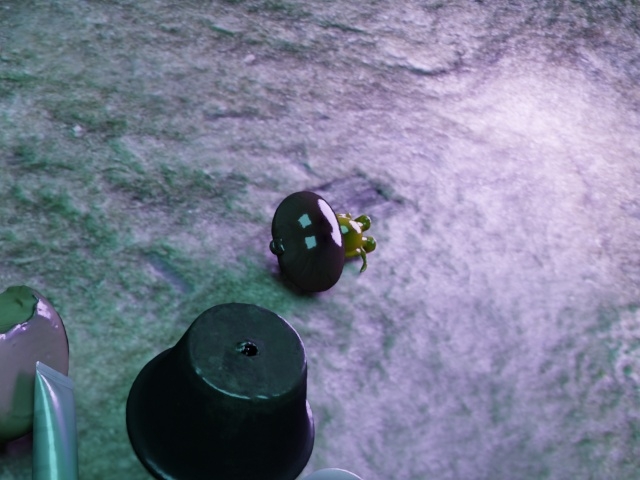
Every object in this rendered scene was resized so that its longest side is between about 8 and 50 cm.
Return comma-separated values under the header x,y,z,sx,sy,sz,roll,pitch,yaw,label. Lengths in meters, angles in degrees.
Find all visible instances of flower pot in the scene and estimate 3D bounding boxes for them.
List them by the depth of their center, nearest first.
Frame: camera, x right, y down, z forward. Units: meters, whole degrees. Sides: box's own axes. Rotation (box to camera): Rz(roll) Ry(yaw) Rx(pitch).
x,y,z,sx,sy,sz,roll,pitch,yaw,label
-0.101,0.170,1.209,0.235,0.148,0.235,12,43,-12,flower pot

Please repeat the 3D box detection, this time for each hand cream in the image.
x,y,z,sx,sy,sz,roll,pitch,yaw,label
-0.284,0.236,1.102,0.050,0.078,0.205,-15,63,14,hand cream

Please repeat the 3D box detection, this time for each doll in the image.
x,y,z,sx,sy,sz,roll,pitch,yaw,label
0.002,0.009,1.465,0.188,0.096,0.145,24,61,-40,doll

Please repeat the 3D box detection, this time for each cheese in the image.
x,y,z,sx,sy,sz,roll,pitch,yaw,label
-0.366,0.148,1.079,0.082,0.163,0.286,-4,9,19,cheese

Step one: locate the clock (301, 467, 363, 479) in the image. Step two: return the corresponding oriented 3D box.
x,y,z,sx,sy,sz,roll,pitch,yaw,label
0.105,0.369,1.138,0.290,0.080,0.275,-9,51,-30,clock
